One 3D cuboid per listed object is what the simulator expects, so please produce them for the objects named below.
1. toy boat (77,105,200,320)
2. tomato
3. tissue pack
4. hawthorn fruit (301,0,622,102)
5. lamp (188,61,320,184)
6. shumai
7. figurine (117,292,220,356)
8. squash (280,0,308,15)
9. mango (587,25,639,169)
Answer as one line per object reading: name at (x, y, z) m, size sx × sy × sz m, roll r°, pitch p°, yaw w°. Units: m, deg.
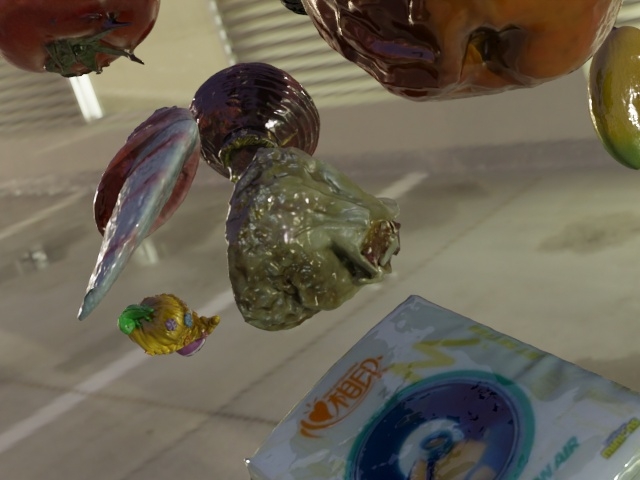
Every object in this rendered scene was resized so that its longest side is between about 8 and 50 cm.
toy boat at (-0.209, -0.030, 1.350) m, size 0.206 × 0.096 × 0.282 m, roll -46°, pitch 16°, yaw 33°
tomato at (-0.350, -0.344, 1.689) m, size 0.256 × 0.224 × 0.256 m, roll -11°, pitch -7°, yaw -1°
tissue pack at (0.143, 0.231, 1.188) m, size 0.287 × 0.162 × 0.388 m, roll -44°, pitch 33°, yaw -17°
hawthorn fruit at (0.165, -0.389, 1.474) m, size 0.472 × 0.471 × 0.472 m, roll -16°, pitch 17°, yaw 5°
lamp at (-0.120, -0.204, 2.182) m, size 0.247 × 0.247 × 0.247 m, roll -16°, pitch 17°, yaw 5°
shumai at (-0.002, 0.000, 1.634) m, size 0.218 × 0.255 × 0.189 m, roll -2°, pitch 18°, yaw 11°
figurine at (-0.227, 0.122, 1.838) m, size 0.115 × 0.156 × 0.094 m, roll -24°, pitch 57°, yaw 23°
squash at (-0.025, -0.446, 1.914) m, size 0.156 × 0.193 × 0.193 m, roll -11°, pitch 18°, yaw 5°
mango at (0.508, -0.242, 2.025) m, size 0.137 × 0.237 × 0.091 m, roll 15°, pitch -14°, yaw -13°
